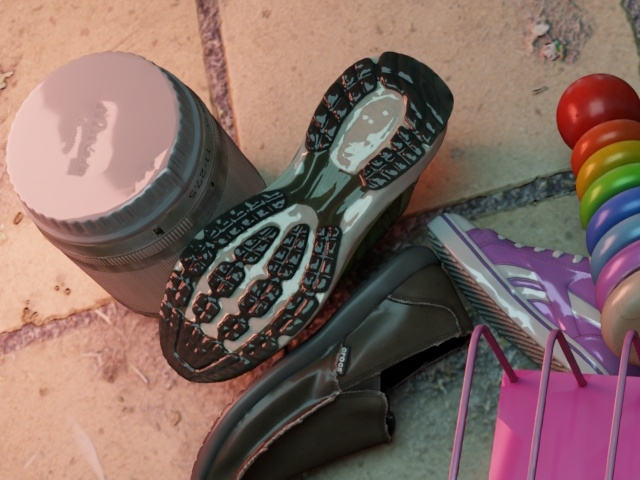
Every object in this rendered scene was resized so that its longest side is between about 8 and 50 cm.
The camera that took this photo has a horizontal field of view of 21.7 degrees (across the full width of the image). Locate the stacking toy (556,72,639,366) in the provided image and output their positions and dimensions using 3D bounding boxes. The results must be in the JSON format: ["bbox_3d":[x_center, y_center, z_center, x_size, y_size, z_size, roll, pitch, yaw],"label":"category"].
[{"bbox_3d":[0.311,-0.041,1.649,0.141,0.141,0.330,-19,48,11],"label":"stacking toy"}]

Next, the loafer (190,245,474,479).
[{"bbox_3d":[0.016,0.166,1.721,0.366,0.134,0.130,-45,73,-2],"label":"loafer"}]

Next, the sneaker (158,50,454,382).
[{"bbox_3d":[0.000,0.000,1.779,0.158,0.182,0.410,41,86,21],"label":"sneaker"}]

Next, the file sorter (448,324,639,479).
[{"bbox_3d":[0.274,0.192,1.470,0.290,0.182,0.202,2,67,20],"label":"file sorter"}]

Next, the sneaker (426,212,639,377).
[{"bbox_3d":[0.249,0.040,1.725,0.161,0.102,0.282,-43,69,-9],"label":"sneaker"}]

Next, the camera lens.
[{"bbox_3d":[-0.190,-0.054,1.813,0.219,0.274,0.219,-8,64,16],"label":"camera lens"}]
